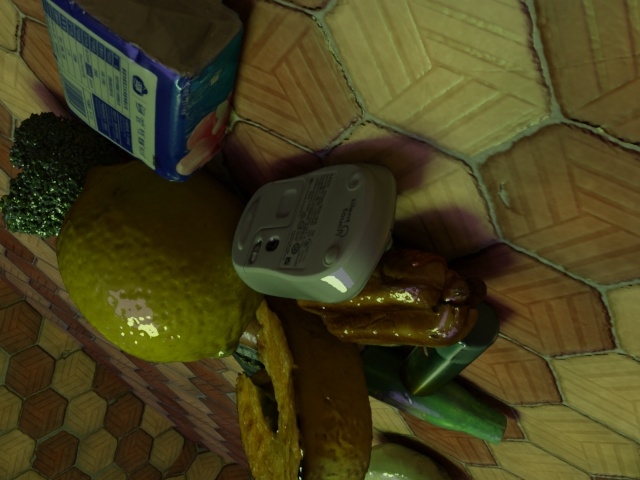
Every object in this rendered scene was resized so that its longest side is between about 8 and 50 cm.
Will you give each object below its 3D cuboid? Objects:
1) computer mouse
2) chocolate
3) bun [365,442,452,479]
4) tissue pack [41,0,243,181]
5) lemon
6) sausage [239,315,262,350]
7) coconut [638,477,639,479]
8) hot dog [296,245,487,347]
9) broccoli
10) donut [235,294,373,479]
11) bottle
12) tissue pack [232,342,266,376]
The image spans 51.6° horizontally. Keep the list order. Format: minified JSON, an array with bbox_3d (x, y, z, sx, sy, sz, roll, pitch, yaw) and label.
[{"bbox_3d":[0.000,0.000,0.870,0.121,0.184,0.297,33,155,-35],"label":"computer mouse"},{"bbox_3d":[0.197,0.283,1.212,0.291,0.110,0.110,25,152,10],"label":"chocolate"},{"bbox_3d":[0.215,0.604,1.675,0.288,0.146,0.287,14,141,11],"label":"bun"},{"bbox_3d":[-0.210,-0.212,0.803,0.209,0.137,0.269,33,157,1],"label":"tissue pack"},{"bbox_3d":[-0.246,0.030,1.055,0.336,0.336,0.336,26,152,15],"label":"lemon"},{"bbox_3d":[-0.195,0.144,1.415,0.271,0.108,0.109,33,153,0],"label":"sausage"},{"bbox_3d":[0.572,0.534,0.976,0.298,0.309,0.297,26,152,15],"label":"coconut"},{"bbox_3d":[0.089,0.073,0.955,0.158,0.117,0.349,43,155,-16],"label":"hot dog"},{"bbox_3d":[-0.498,-0.112,1.251,0.362,0.221,0.252,12,176,43],"label":"broccoli"},{"bbox_3d":[-0.031,0.316,1.215,0.164,0.377,0.435,-4,145,-20],"label":"donut"},{"bbox_3d":[0.197,0.176,1.050,0.082,0.082,0.286,30,153,7],"label":"bottle"},{"bbox_3d":[-0.132,0.291,1.613,0.174,0.073,0.235,14,148,32],"label":"tissue pack"}]
